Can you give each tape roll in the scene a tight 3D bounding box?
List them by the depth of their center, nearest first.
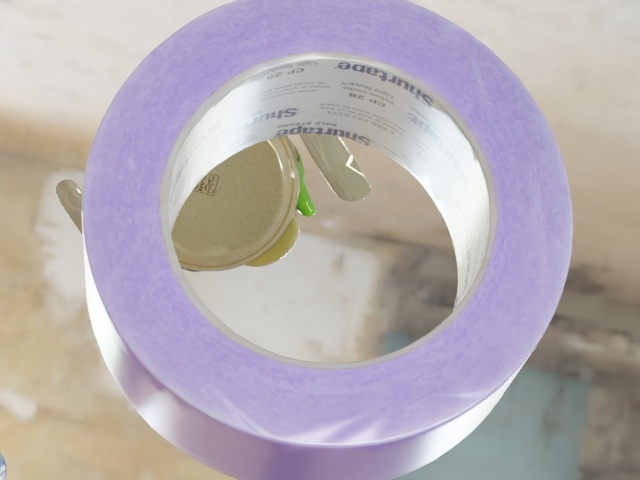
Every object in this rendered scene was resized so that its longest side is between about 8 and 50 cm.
[{"bbox_3d":[0.000,0.000,0.777,0.189,0.189,0.080,11,159,-2],"label":"tape roll"}]

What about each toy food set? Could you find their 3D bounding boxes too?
[{"bbox_3d":[-0.073,-0.037,1.320,0.192,0.132,0.038,-29,-175,9],"label":"toy food set"}]

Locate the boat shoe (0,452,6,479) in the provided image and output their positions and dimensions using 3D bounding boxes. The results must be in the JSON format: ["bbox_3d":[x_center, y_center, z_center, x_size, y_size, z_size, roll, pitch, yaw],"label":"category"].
[{"bbox_3d":[-0.273,0.229,1.160,0.089,0.258,0.109,24,170,1],"label":"boat shoe"}]
